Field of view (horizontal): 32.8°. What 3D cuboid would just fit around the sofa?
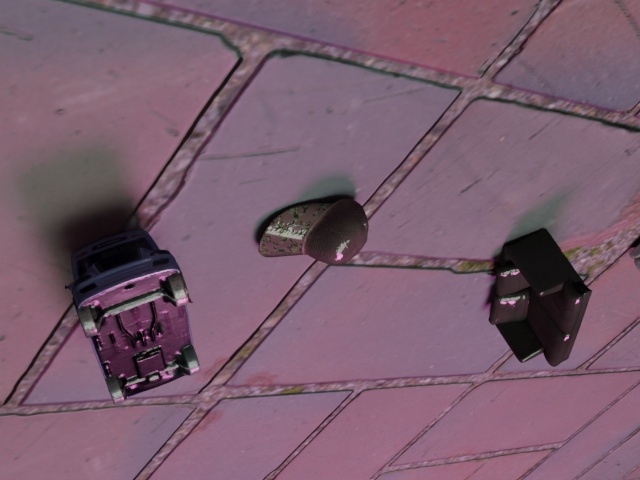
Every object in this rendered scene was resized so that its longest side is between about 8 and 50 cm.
[{"bbox_3d":[0.207,0.066,1.060,0.060,0.085,0.147,-25,151,-13],"label":"sofa"}]

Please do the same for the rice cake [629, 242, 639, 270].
[{"bbox_3d":[0.422,-0.050,1.104,0.127,0.043,0.237,-10,147,-31],"label":"rice cake"}]

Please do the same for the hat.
[{"bbox_3d":[-0.002,0.002,0.827,0.087,0.042,0.058,-19,149,-16],"label":"hat"}]

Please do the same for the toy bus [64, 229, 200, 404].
[{"bbox_3d":[-0.133,0.050,0.759,0.073,0.076,0.167,-19,151,-13],"label":"toy bus"}]
